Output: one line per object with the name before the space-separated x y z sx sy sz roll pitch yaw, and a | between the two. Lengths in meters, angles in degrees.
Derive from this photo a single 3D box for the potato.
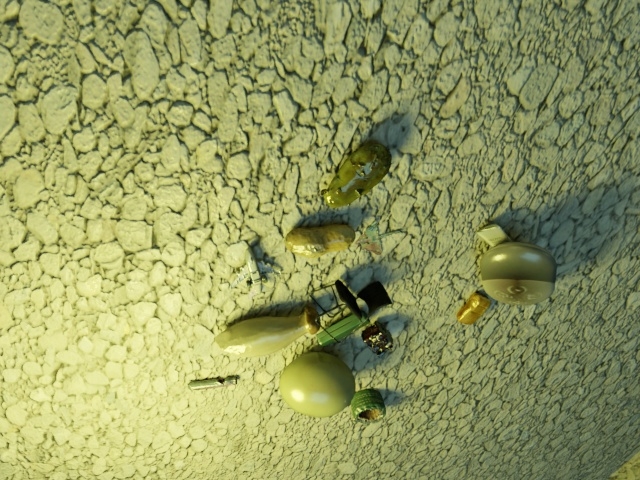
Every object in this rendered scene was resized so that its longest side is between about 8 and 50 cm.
potato | 0.100 -0.174 1.143 0.225 0.090 0.117 -41 119 14

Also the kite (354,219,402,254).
kite | 0.180 -0.008 1.308 0.157 0.011 0.139 -16 126 1

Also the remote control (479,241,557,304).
remote control | 0.643 0.115 1.365 0.221 0.103 0.332 -2 141 25

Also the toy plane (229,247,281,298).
toy plane | -0.202 0.100 1.277 0.163 0.065 0.171 -17 128 -13

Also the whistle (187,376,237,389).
whistle | -0.391 0.520 1.517 0.177 0.033 0.033 -5 122 -8

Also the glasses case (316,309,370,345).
glasses case | 0.079 0.305 1.443 0.184 0.039 0.078 -31 154 9

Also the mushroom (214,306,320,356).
mushroom | -0.169 0.303 1.369 0.351 0.128 0.128 -16 122 -3

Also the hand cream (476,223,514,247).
hand cream | 0.616 0.024 1.379 0.255 0.048 0.079 35 141 -27

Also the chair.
chair | 0.097 0.195 1.343 0.221 0.140 0.145 -34 122 9

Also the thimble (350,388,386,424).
thimble | 0.191 0.667 1.676 0.135 0.090 0.118 2 118 -9

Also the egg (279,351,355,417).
egg | -0.009 0.503 1.464 0.270 0.219 0.218 15 117 -15

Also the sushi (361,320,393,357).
sushi | 0.201 0.343 1.473 0.084 0.098 0.094 -41 114 12

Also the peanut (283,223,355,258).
peanut | 0.000 0.000 1.239 0.214 0.099 0.099 -11 122 -10

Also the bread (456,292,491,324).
bread | 0.551 0.247 1.503 0.074 0.053 0.132 22 117 -21
